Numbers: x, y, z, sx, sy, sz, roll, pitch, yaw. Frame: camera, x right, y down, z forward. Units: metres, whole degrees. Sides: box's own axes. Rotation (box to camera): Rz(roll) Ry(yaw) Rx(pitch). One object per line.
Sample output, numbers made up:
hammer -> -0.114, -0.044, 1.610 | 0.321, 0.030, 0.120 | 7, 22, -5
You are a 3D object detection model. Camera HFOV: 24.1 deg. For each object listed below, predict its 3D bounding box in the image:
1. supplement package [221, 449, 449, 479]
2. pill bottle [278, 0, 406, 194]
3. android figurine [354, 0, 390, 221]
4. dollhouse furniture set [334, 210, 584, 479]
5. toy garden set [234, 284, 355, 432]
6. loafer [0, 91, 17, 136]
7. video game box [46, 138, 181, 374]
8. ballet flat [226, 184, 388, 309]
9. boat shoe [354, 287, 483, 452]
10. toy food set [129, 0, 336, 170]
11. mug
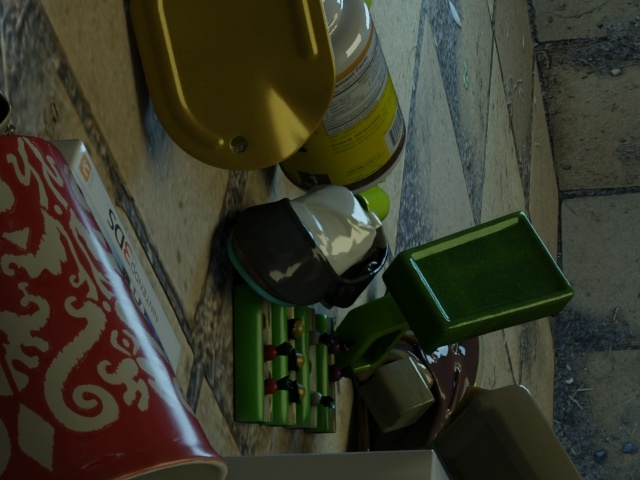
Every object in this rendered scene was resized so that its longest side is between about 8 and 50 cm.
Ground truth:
supplement package -> 0.028, 0.288, 1.139 | 0.293, 0.178, 0.175 | 62, 28, -59
pill bottle -> -0.005, -0.138, 1.235 | 0.215, 0.117, 0.117 | 66, 25, -53
android figurine -> 0.029, -0.134, 1.494 | 0.273, 0.056, 0.248 | -16, 102, -73
dollhouse furniture set -> 0.160, 0.161, 1.358 | 0.301, 0.151, 0.197 | 60, -36, 21
toy garden set -> -0.012, 0.152, 1.272 | 0.244, 0.049, 0.203 | 31, 57, -73
loafer -> -0.171, -0.062, 0.730 | 0.125, 0.039, 0.045 | 57, 32, -62
video game box -> -0.139, 0.080, 0.810 | 0.187, 0.048, 0.205 | 68, 23, -44
ballet flat -> 0.000, 0.000, 1.249 | 0.095, 0.096, 0.280 | 54, 8, 9
boat shoe -> 0.094, 0.144, 1.558 | 0.123, 0.123, 0.342 | 68, 29, -53
toy food set -> -0.065, -0.158, 1.030 | 0.071, 0.128, 0.217 | -128, -153, -79
mug -> -0.137, 0.048, 0.639 | 0.150, 0.113, 0.169 | -4, 61, -45
